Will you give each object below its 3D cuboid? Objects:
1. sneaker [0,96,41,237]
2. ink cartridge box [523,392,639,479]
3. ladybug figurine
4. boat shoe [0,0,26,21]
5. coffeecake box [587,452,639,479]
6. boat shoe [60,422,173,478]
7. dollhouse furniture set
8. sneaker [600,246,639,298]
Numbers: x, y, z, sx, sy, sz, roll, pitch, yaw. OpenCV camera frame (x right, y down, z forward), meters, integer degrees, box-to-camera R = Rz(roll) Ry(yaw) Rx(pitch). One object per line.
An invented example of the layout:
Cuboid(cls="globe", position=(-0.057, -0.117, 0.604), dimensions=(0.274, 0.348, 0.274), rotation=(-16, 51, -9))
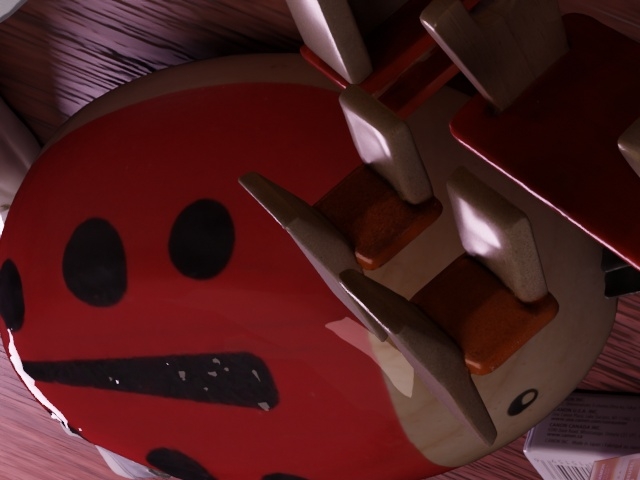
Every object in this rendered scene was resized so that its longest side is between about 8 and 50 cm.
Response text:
Cuboid(cls="sneaker", position=(-0.283, -0.065, 0.969), dimensions=(0.106, 0.123, 0.290), rotation=(12, 150, 16))
Cuboid(cls="ink cartridge box", position=(0.328, 0.208, 1.041), dimensions=(0.275, 0.060, 0.239), rotation=(-1, 144, 36))
Cuboid(cls="ladybug figurine", position=(-0.043, 0.042, 0.857), dimensions=(0.449, 0.162, 0.305), rotation=(-5, 118, 33))
Cuboid(cls="boat shoe", position=(-0.138, -0.188, 0.729), dimensions=(0.183, 0.083, 0.065), rotation=(-25, 131, 20))
Cuboid(cls="coffeecake box", position=(0.292, 0.200, 0.926), dimensions=(0.142, 0.068, 0.185), rotation=(35, 148, -20))
Cuboid(cls="boat shoe", position=(-0.192, 0.179, 1.360), dimensions=(0.081, 0.079, 0.227), rotation=(2, 150, 17))
Cuboid(cls="dollhouse furniture set", position=(0.095, -0.068, 0.591), dimensions=(0.259, 0.262, 0.135), rotation=(43, 173, 45))
Cuboid(cls="sneaker", position=(0.245, 0.003, 0.733), dimensions=(0.170, 0.089, 0.051), rotation=(11, 148, 22))
